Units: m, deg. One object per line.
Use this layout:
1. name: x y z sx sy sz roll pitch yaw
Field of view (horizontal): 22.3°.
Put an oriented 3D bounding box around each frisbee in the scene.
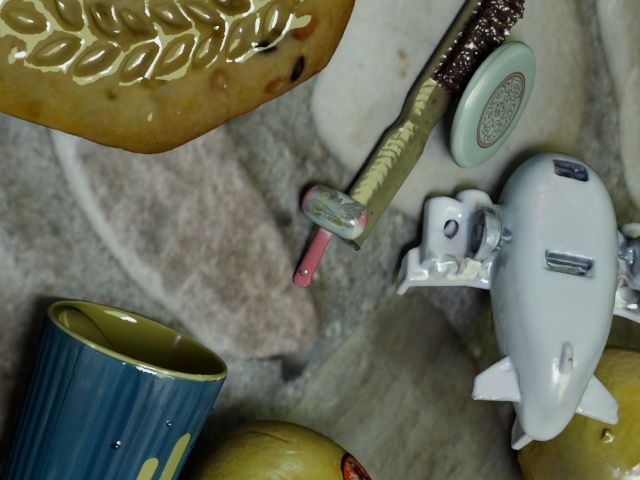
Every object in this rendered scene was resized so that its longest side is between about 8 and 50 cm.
1. frisbee: 0.138 -0.106 1.284 0.110 0.014 0.110 -43 150 -33

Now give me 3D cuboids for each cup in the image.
1. cup: -0.141 0.137 1.133 0.176 0.131 0.155 9 104 -63

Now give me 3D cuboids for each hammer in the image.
1. hammer: 0.000 0.000 1.237 0.083 0.052 0.031 -64 170 20

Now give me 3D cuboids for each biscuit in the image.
1. biscuit: -0.112 -0.225 1.044 0.359 0.046 0.359 -10 114 -24

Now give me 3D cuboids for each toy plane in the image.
1. toy plane: 0.182 0.044 1.306 0.245 0.117 0.244 6 65 -12

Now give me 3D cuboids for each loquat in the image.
1. loquat: 0.258 0.166 1.380 0.149 0.172 0.204 9 124 -48

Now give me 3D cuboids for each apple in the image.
1. apple: -0.039 0.223 1.185 0.155 0.182 0.182 34 82 -4

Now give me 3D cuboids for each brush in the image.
1. brush: 0.086 -0.103 1.266 0.043 0.036 0.248 37 82 -27
